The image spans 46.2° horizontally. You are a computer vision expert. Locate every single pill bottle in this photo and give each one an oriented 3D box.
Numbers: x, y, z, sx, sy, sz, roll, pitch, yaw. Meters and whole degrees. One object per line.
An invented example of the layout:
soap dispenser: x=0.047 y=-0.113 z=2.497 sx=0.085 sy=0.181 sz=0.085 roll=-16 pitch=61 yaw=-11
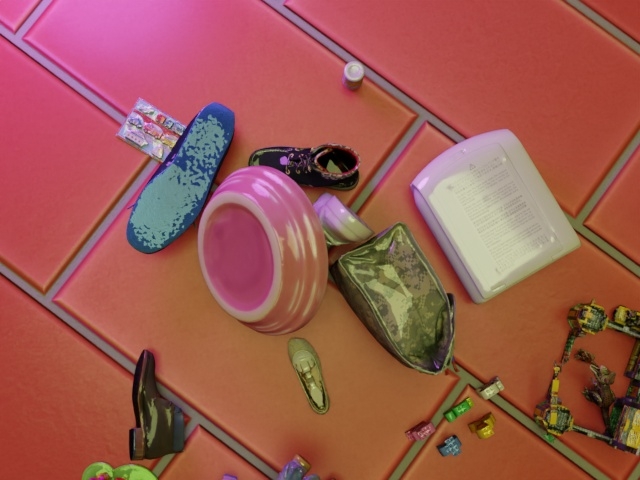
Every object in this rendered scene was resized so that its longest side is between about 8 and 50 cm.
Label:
pill bottle: x=0.069 y=-0.343 z=1.575 sx=0.043 sy=0.083 sz=0.043 roll=0 pitch=85 yaw=-2

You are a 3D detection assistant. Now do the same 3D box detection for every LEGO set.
LEGO set: x=0.582 y=0.280 z=1.477 sx=0.255 sy=0.192 sz=0.331 roll=29 pitch=85 yaw=1
LEGO set: x=0.295 y=0.371 z=1.513 sx=0.227 sy=0.093 sz=0.087 roll=-31 pitch=87 yaw=-4

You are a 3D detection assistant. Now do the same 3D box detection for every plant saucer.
plant saucer: x=-0.129 y=0.026 z=1.433 sx=0.084 sy=0.332 sz=0.332 roll=-14 pitch=84 yaw=-43

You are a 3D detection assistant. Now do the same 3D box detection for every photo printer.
photo printer: x=0.350 y=-0.060 z=1.545 sx=0.256 sy=0.107 sz=0.307 roll=-30 pitch=86 yaw=-4

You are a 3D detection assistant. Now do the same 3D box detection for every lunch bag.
lunch bag: x=0.157 y=0.127 z=1.460 sx=0.169 sy=0.235 sz=0.287 roll=-31 pitch=86 yaw=-6

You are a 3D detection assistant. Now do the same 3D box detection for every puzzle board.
puzzle board: x=-0.356 y=-0.231 z=1.593 sx=0.128 sy=0.011 sz=0.096 roll=31 pitch=85 yaw=2

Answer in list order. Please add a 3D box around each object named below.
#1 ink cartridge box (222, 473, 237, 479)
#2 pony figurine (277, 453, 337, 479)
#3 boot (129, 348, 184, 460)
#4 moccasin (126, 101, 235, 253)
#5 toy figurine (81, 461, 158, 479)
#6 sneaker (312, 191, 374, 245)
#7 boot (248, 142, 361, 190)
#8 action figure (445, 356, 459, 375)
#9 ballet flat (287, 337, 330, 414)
ink cartridge box: x=-0.189 y=0.501 z=1.496 sx=0.028 sy=0.083 sz=0.048 roll=15 pitch=85 yaw=0
pony figurine: x=-0.111 y=0.576 z=1.373 sx=0.303 sy=0.351 sz=0.363 roll=38 pitch=81 yaw=14
boot: x=-0.328 y=0.334 z=1.526 sx=0.106 sy=0.082 sz=0.219 roll=6 pitch=80 yaw=-22
moccasin: x=-0.273 y=-0.117 z=1.537 sx=0.138 sy=0.117 sz=0.342 roll=37 pitch=80 yaw=-10
toy figurine: x=-0.405 y=0.505 z=1.454 sx=0.173 sy=0.159 sz=0.130 roll=29 pitch=85 yaw=2
sneaker: x=0.000 y=0.000 z=1.448 sx=0.108 sy=0.292 sz=0.169 roll=44 pitch=89 yaw=-10
boot: x=-0.032 y=-0.159 z=1.509 sx=0.236 sy=0.178 sz=0.085 roll=9 pitch=85 yaw=-1
action figure: x=0.258 y=0.221 z=1.559 sx=0.038 sy=0.030 sz=0.115 roll=-18 pitch=84 yaw=2
ballet flat: x=-0.020 y=0.276 z=1.535 sx=0.057 sy=0.052 sz=0.168 roll=-24 pitch=86 yaw=-3
